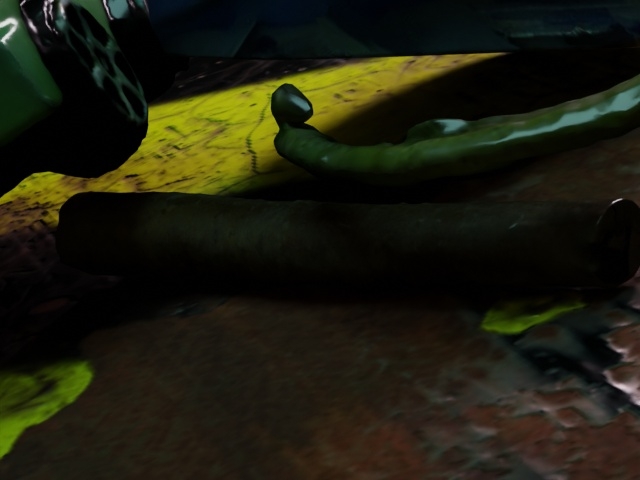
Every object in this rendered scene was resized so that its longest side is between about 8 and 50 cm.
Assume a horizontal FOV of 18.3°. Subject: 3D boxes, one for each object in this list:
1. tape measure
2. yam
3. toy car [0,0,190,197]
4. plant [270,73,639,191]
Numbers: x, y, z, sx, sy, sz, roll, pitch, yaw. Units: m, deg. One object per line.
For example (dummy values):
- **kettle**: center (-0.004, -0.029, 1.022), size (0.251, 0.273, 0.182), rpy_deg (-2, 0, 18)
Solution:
- **tape measure**: center (0.041, -0.164, 1.009), size (0.259, 0.138, 0.262), rpy_deg (-4, 7, -28)
- **yam**: center (0.000, 0.000, 0.881), size (0.327, 0.045, 0.045), rpy_deg (1, 63, 43)
- **toy car**: center (-0.207, -0.076, 0.999), size (0.213, 0.176, 0.358), rpy_deg (-32, 12, 13)
- **plant**: center (0.165, -0.050, 0.758), size (0.333, 0.180, 0.251), rpy_deg (-38, 25, 13)
